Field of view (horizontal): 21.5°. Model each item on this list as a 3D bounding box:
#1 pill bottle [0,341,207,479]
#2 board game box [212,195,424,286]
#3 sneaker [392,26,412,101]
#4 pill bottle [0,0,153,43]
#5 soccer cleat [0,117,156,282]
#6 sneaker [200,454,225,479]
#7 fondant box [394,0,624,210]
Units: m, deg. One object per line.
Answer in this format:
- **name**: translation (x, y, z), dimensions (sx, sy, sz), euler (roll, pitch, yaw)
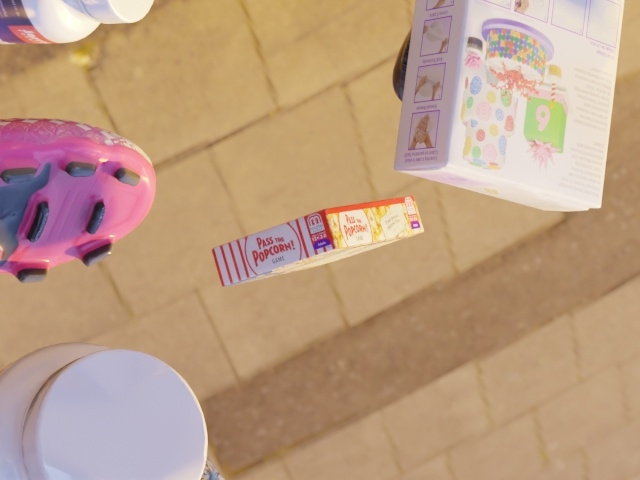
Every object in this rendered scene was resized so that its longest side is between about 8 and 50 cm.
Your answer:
- **pill bottle**: translation (-0.146, 0.123, 0.922), dimensions (0.121, 0.121, 0.216), euler (-9, 171, -30)
- **board game box**: translation (0.000, 0.000, 1.779), dimensions (0.146, 0.045, 0.193), euler (-18, 176, 30)
- **sneaker**: translation (0.160, -0.254, 2.019), dimensions (0.286, 0.109, 0.130), euler (-55, -168, -32)
- **pill bottle**: translation (-0.225, -0.202, 1.268), dimensions (0.193, 0.108, 0.108), euler (2, 163, 26)
- **soccer cleat**: translation (-0.263, -0.045, 1.034), dimensions (0.331, 0.143, 0.116), euler (-9, 137, -34)
- **sneaker**: translation (-0.162, 0.227, 1.566), dimensions (0.158, 0.182, 0.410), euler (-64, 169, 2)
- **fondant box**: translation (0.216, -0.215, 1.851), dimensions (0.238, 0.330, 0.096), euler (13, 171, -37)
